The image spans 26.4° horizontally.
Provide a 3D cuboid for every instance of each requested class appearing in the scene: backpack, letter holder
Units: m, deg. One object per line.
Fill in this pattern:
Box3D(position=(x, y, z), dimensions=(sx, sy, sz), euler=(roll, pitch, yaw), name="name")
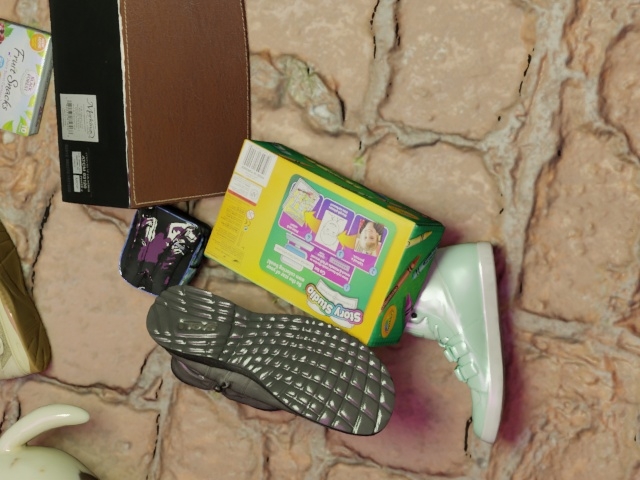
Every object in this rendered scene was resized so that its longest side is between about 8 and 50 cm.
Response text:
Box3D(position=(-0.205, 0.014, 1.812), dimensions=(0.105, 0.084, 0.114), euler=(26, 98, 10), name="backpack")
Box3D(position=(-0.215, -0.205, 1.764), dimensions=(0.152, 0.214, 0.302), euler=(6, 102, 44), name="letter holder")

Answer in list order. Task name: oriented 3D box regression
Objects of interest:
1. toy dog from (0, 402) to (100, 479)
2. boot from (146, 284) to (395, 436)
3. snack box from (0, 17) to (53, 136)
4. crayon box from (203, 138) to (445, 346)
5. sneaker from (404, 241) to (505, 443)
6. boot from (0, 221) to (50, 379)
Box3D(position=(-0.276, 0.446, 1.824), dimensions=(0.408, 0.284, 0.395), euler=(17, 84, 9), name="toy dog")
Box3D(position=(-0.050, 0.169, 1.736), dimensions=(0.338, 0.223, 0.118), euler=(25, 72, 17), name="boot")
Box3D(position=(-0.420, -0.223, 1.850), dimensions=(0.100, 0.037, 0.141), euler=(17, 101, 9), name="snack box")
Box3D(position=(0.000, 0.000, 1.719), dimensions=(0.278, 0.081, 0.165), euler=(28, 104, 29), name="crayon box")
Box3D(position=(0.157, 0.135, 1.741), dimensions=(0.151, 0.094, 0.256), euler=(-6, 87, 8), name="sneaker")
Box3D(position=(-0.509, 0.086, 1.890), dimensions=(0.203, 0.095, 0.262), euler=(-18, 98, 16), name="boot")
